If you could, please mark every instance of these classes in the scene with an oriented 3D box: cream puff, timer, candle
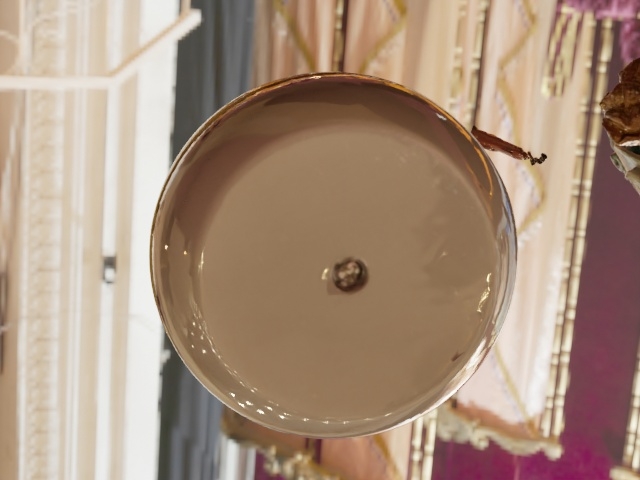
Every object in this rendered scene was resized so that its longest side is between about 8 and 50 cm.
[{"bbox_3d":[0.383,-0.158,1.364,0.094,0.116,0.122,-3,-142,26],"label":"cream puff"},{"bbox_3d":[0.000,0.000,0.880,0.285,0.285,0.285,4,-167,-1],"label":"timer"},{"bbox_3d":[0.259,-0.127,1.602,0.021,0.026,0.167,30,-178,-33],"label":"candle"}]

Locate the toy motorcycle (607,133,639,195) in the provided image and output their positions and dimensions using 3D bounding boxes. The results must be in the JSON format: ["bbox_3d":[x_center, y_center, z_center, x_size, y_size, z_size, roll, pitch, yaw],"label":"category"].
[{"bbox_3d":[0.505,-0.067,1.525,0.169,0.237,0.410,-34,-167,-1],"label":"toy motorcycle"}]
